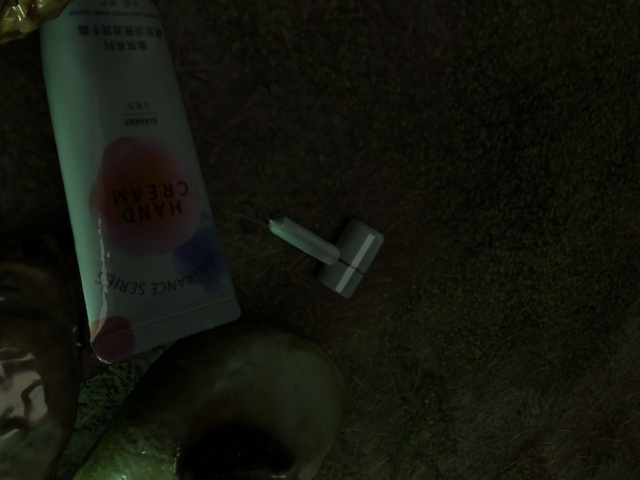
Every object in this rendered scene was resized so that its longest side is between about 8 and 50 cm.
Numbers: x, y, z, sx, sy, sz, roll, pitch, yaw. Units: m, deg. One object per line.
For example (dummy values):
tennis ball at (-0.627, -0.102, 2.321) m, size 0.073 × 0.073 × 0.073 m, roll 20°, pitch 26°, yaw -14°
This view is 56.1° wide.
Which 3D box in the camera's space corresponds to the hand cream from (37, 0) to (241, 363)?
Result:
hand cream at (-0.142, -0.092, 0.437) m, size 0.124 × 0.077 × 0.341 m, roll -15°, pitch 91°, yaw -45°

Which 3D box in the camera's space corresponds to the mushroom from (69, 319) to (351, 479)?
mushroom at (-0.134, 0.188, 0.527) m, size 0.212 × 0.217 × 0.292 m, roll 66°, pitch 34°, yaw -29°

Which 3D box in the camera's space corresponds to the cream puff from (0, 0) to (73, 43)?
cream puff at (-0.214, -0.233, 0.232) m, size 0.343 × 0.231 × 0.327 m, roll -46°, pitch 126°, yaw -29°

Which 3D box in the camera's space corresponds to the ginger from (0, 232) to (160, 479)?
ginger at (-0.283, 0.049, 0.418) m, size 0.375 × 0.176 × 0.256 m, roll 25°, pitch 77°, yaw -35°

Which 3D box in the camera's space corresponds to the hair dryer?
hair dryer at (0.000, 0.000, 0.654) m, size 0.137 × 0.047 × 0.082 m, roll 30°, pitch 90°, yaw -30°
